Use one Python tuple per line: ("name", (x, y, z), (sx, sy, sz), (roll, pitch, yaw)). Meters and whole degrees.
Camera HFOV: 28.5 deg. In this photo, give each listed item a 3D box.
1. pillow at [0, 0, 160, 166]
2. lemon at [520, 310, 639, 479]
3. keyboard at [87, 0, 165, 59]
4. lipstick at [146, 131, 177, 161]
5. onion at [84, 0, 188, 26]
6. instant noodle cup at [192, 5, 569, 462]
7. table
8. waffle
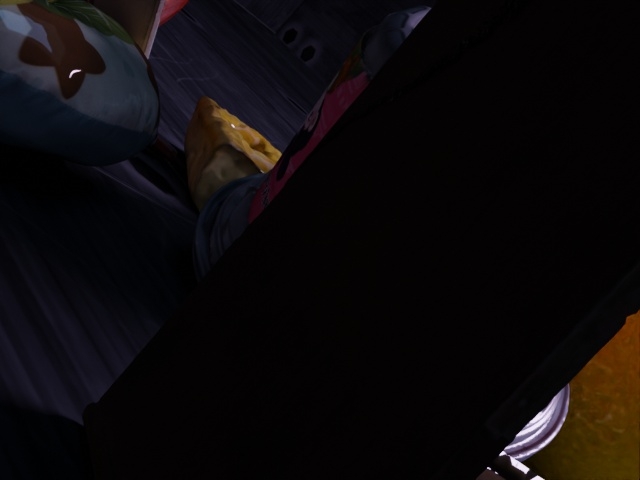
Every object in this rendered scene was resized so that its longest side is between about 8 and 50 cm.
("pillow", (-0.190, -0.115, 0.703), (0.214, 0.086, 0.233), (33, 9, 16))
("lemon", (0.237, 0.075, 0.939), (0.245, 0.320, 0.245), (2, 3, 0))
("keyboard", (-0.134, -0.123, 0.812), (0.055, 0.017, 0.166), (42, -34, 7))
("lipstick", (-0.140, -0.087, 0.930), (0.107, 0.025, 0.025), (43, 6, -46))
("onion", (-0.180, -0.297, 0.994), (0.276, 0.276, 0.276), (41, 9, -8))
("instant noodle cup", (0.077, -0.019, 0.740), (0.258, 0.181, 0.302), (18, 33, -21))
("table", (0.110, 0.064, 0.422), (0.250, 0.282, 0.196), (38, 9, -26))
("waffle", (0.000, 0.000, 1.007), (0.274, 0.057, 0.168), (39, 9, -21))
